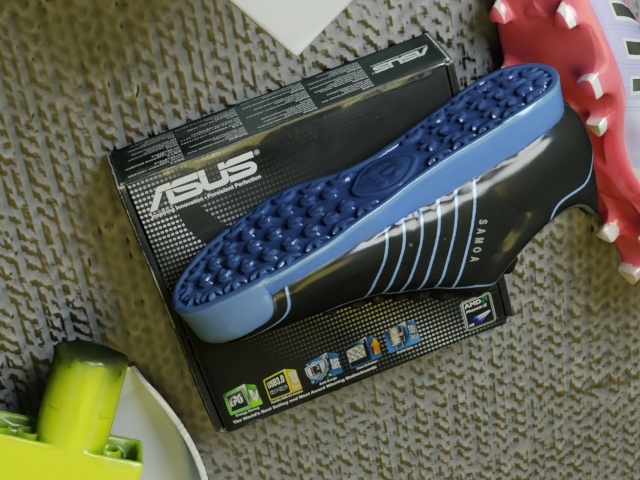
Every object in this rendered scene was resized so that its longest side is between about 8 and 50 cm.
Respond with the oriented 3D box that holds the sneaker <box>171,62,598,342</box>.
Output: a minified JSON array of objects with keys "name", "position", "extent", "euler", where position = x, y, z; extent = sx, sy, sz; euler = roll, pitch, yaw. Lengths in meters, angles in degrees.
[{"name":"sneaker","position":[0.040,0.002,0.786],"extent":[0.232,0.081,0.090],"euler":[-30,118,-1]}]

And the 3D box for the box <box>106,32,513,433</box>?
[{"name":"box","position":[0.000,0.000,0.847],"extent":[0.190,0.045,0.184],"euler":[-20,127,-5]}]

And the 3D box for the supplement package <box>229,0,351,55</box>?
[{"name":"supplement package","position":[-0.061,-0.217,0.629],"extent":[0.139,0.134,0.244],"euler":[-45,124,12]}]

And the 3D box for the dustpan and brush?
[{"name":"dustpan and brush","position":[-0.106,0.189,0.925],"extent":[0.147,0.060,0.211],"euler":[-36,126,7]}]

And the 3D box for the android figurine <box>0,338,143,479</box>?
[{"name":"android figurine","position":[-0.199,0.178,0.842],"extent":[0.248,0.056,0.273],"euler":[12,101,-11]}]

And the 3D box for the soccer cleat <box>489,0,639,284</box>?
[{"name":"soccer cleat","position":[0.172,-0.077,0.845],"extent":[0.095,0.083,0.248],"euler":[-47,124,-22]}]
